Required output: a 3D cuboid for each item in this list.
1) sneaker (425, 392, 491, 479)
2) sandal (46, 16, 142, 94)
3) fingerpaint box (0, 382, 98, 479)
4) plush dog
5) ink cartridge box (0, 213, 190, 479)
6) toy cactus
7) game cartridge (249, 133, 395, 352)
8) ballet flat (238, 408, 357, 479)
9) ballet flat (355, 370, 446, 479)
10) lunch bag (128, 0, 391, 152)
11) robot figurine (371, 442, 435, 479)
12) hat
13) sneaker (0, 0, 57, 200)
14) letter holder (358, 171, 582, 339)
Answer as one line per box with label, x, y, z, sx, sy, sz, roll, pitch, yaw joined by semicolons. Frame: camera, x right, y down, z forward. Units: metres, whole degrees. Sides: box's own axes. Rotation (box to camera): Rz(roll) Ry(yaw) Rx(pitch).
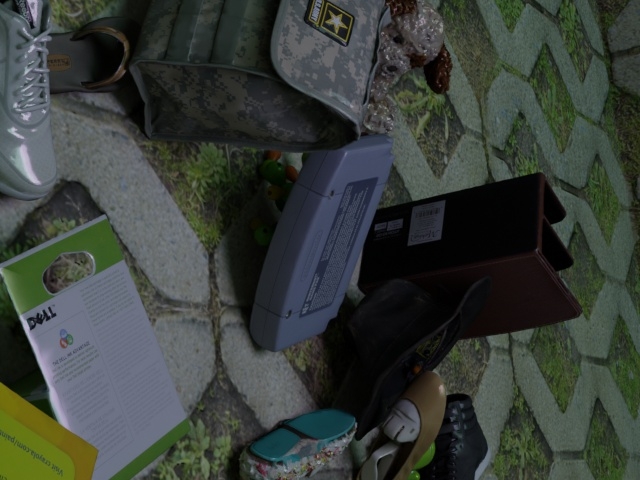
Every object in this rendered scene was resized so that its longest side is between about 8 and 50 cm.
sneaker;0.192;0.348;1.961;0.147;0.104;0.296;67;25;-14
sandal;-0.261;-0.218;1.424;0.219;0.060;0.090;-21;98;-60
fingerpaint box;-0.401;0.231;0.902;0.445;0.163;0.371;47;41;-42
plush dog;0.086;-0.305;1.893;0.262;0.225;0.211;40;46;-47
ink cartridge box;-0.257;0.125;1.265;0.189;0.097;0.255;-34;107;-59
toy cactus;-0.028;-0.041;1.740;0.219;0.112;0.180;-76;152;-52
game cartridge;0.000;0.000;1.654;0.198;0.062;0.297;-11;125;-58
ballet flat;-0.035;0.283;1.625;0.241;0.091;0.077;-11;119;-57
ballet flat;0.111;0.291;1.759;0.073;0.080;0.232;-5;124;-47
lunch bag;-0.065;-0.241;1.518;0.169;0.287;0.235;85;13;-54
robot figurine;0.129;0.319;1.876;0.115;0.067;0.101;-5;88;-47
hat;0.114;0.137;1.818;0.134;0.331;0.331;42;27;13
sneaker;-0.322;-0.183;1.251;0.110;0.118;0.292;-31;108;-61
letter holder;0.250;0.040;1.967;0.214;0.301;0.152;47;41;-42
